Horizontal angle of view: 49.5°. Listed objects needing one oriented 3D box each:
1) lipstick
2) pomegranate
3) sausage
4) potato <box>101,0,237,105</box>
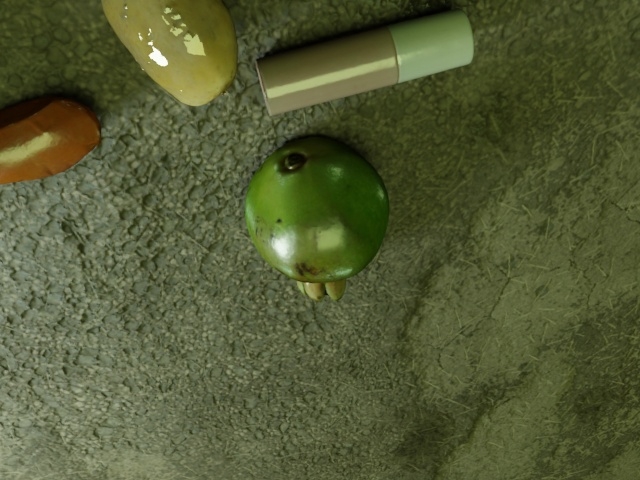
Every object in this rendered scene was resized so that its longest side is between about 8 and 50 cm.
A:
[{"bbox_3d":[0.053,-0.215,0.836,0.254,0.070,0.070,-15,131,-3],"label":"lipstick"},{"bbox_3d":[-0.011,-0.006,0.935,0.189,0.159,0.241,14,128,-25],"label":"pomegranate"},{"bbox_3d":[-0.342,-0.112,0.796,0.179,0.089,0.089,-22,131,-5],"label":"sausage"},{"bbox_3d":[-0.155,-0.230,0.739,0.109,0.118,0.178,-48,119,-21],"label":"potato"}]
